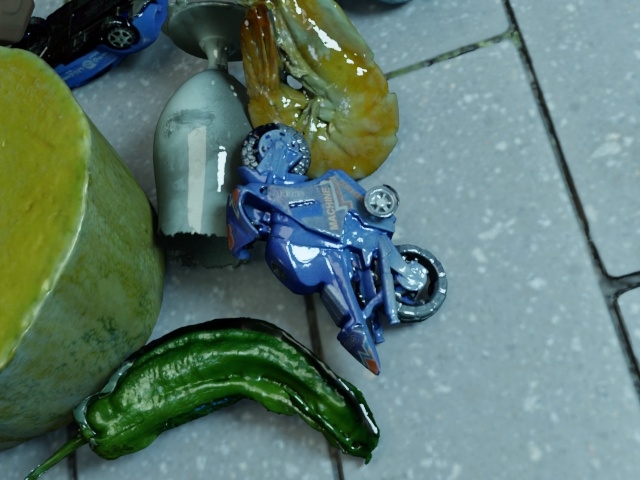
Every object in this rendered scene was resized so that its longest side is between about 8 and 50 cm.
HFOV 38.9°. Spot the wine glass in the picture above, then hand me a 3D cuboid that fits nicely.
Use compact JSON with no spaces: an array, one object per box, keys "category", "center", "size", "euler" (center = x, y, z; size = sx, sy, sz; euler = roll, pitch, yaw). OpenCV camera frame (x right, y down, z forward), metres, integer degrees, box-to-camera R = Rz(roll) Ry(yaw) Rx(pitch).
[{"category":"wine glass","center":[-0.094,-0.093,0.779],"size":[0.103,0.103,0.222],"euler":[-7,67,18]}]

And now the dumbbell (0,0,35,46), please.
[{"category":"dumbbell","center":[-0.403,-0.234,0.961],"size":[0.231,0.082,0.092],"euler":[-3,64,35]}]

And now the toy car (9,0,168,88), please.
[{"category":"toy car","center":[-0.239,-0.202,0.918],"size":[0.216,0.063,0.103],"euler":[-24,52,26]}]

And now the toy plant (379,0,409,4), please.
[{"category":"toy plant","center":[0.035,-0.340,0.797],"size":[0.247,0.247,0.332],"euler":[30,82,31]}]

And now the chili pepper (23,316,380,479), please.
[{"category":"chili pepper","center":[-0.096,0.127,0.692],"size":[0.279,0.065,0.122],"euler":[-12,57,11]}]

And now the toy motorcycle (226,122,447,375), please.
[{"category":"toy motorcycle","center":[0.000,0.000,0.690],"size":[0.205,0.076,0.114],"euler":[44,68,9]}]

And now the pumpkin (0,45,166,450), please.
[{"category":"pumpkin","center":[-0.278,0.022,0.753],"size":[0.332,0.199,0.332],"euler":[-10,66,23]}]

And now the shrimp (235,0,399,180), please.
[{"category":"shrimp","center":[-0.018,-0.141,0.738],"size":[0.115,0.217,0.051],"euler":[-35,13,-6]}]
